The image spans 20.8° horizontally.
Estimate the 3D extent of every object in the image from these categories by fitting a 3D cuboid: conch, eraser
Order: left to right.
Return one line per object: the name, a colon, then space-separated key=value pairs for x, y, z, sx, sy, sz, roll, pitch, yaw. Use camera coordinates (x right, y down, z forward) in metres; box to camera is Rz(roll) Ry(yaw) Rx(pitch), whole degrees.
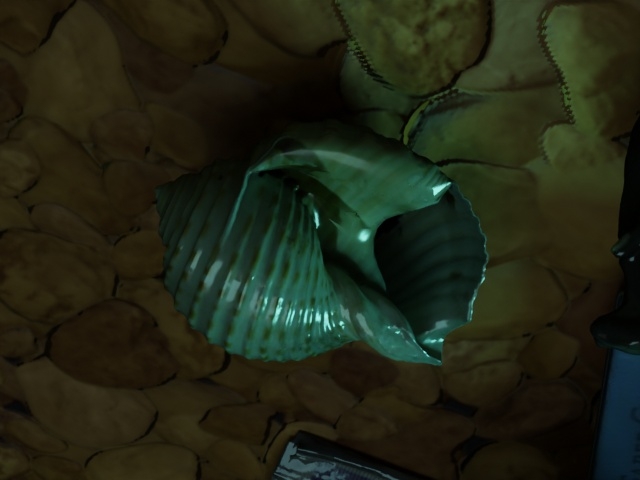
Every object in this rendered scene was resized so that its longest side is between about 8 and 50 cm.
conch: x=-0.003 y=-0.004 z=0.845 sx=0.153 sy=0.102 sz=0.135 roll=11 pitch=123 yaw=-25
eraser: x=0.189 y=0.103 z=0.939 sx=0.082 sy=0.036 sz=0.225 roll=7 pitch=135 yaw=7

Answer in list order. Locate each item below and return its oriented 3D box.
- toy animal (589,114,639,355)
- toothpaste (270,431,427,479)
toy animal: x=0.227 y=-0.017 z=0.733 sx=0.245 sy=0.146 sz=0.114 roll=-13 pitch=161 yaw=4
toothpaste: x=-0.011 y=0.234 z=1.122 sx=0.099 sy=0.068 sz=0.282 roll=0 pitch=132 yaw=-27
